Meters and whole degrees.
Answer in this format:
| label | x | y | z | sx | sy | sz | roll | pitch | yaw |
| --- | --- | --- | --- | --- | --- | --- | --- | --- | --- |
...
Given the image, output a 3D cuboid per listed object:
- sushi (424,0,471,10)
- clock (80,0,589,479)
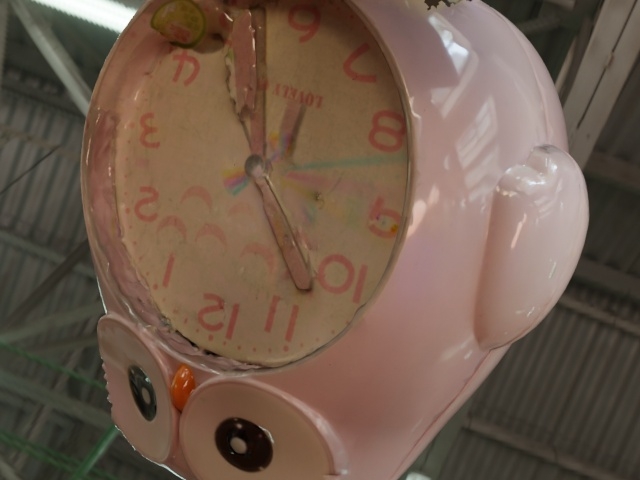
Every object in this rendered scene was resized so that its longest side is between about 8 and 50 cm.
| label | x | y | z | sx | sy | sz | roll | pitch | yaw |
| --- | --- | --- | --- | --- | --- | --- | --- | --- | --- |
| sushi | 0.086 | -0.264 | 0.528 | 0.043 | 0.192 | 0.279 | 110 | -42 | -66 |
| clock | 0.000 | 0.000 | 0.736 | 0.368 | 0.250 | 0.377 | 20 | -80 | 31 |
